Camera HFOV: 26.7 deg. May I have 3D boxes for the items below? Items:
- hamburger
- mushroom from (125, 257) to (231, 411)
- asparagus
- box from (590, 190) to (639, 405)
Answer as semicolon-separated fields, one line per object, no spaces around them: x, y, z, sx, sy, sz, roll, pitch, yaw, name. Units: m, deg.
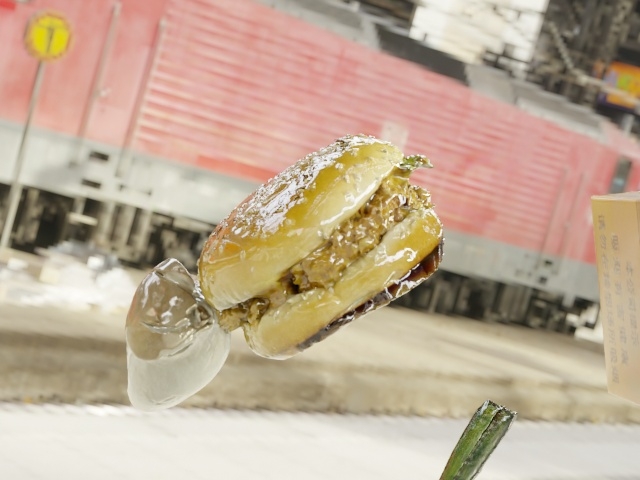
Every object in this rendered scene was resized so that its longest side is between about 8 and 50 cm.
-0.006;0.004;1.003;0.118;0.182;0.191;57;-22;-3;hamburger
-0.116;0.074;1.117;0.093;0.116;0.225;23;-23;-4;mushroom
0.047;0.196;0.788;0.022;0.233;0.023;29;-3;28;asparagus
0.296;0.049;1.027;0.076;0.174;0.274;-8;4;-10;box
